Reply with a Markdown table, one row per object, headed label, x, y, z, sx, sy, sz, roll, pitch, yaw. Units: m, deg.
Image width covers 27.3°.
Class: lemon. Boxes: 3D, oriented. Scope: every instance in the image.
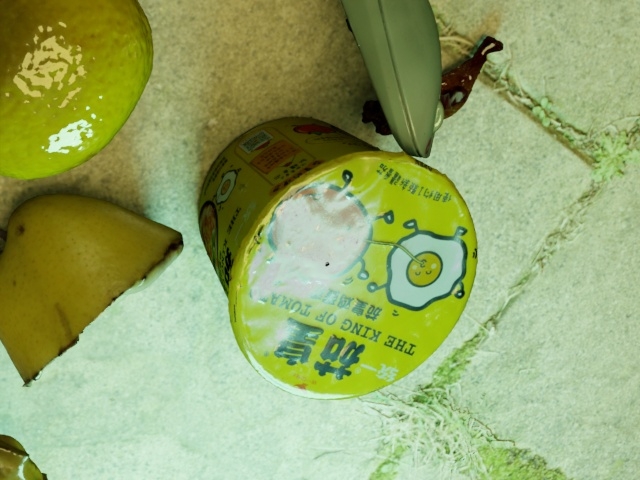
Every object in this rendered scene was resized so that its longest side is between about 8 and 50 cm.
| label | x | y | z | sx | sy | sz | roll | pitch | yaw |
| --- | --- | --- | --- | --- | --- | --- | --- | --- | --- |
| lemon | -0.306 | -0.198 | 1.425 | 0.267 | 0.267 | 0.267 | -10 | 118 | -20 |

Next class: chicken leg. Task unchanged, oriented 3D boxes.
| label | x | y | z | sx | sy | sz | roll | pitch | yaw |
| --- | --- | --- | --- | --- | --- | --- | --- | --- | --- |
| chicken leg | 0.151 | -0.198 | 1.746 | 0.219 | 0.048 | 0.089 | -22 | 124 | -13 |

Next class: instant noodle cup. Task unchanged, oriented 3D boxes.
| label | x | y | z | sx | sy | sz | roll | pitch | yaw |
| --- | --- | --- | --- | --- | --- | --- | --- | --- | --- |
| instant noodle cup | 0.000 | 0.000 | 1.652 | 0.325 | 0.254 | 0.326 | -10 | 117 | -19 |

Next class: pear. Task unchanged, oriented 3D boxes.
| label | x | y | z | sx | sy | sz | roll | pitch | yaw |
| --- | --- | --- | --- | --- | --- | --- | --- | --- | --- |
| pear | -0.308 | 0.030 | 1.586 | 0.267 | 0.267 | 0.178 | -41 | 99 | -1 |

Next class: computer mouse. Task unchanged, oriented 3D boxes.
| label | x | y | z | sx | sy | sz | roll | pitch | yaw |
| --- | --- | --- | --- | --- | --- | --- | --- | --- | --- |
| computer mouse | 0.098 | -0.243 | 1.597 | 0.097 | 0.159 | 0.288 | -22 | 89 | 10 |

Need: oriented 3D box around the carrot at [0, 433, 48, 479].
| label | x | y | z | sx | sy | sz | roll | pitch | yaw |
| --- | --- | --- | --- | --- | --- | --- | --- | --- | --- |
| carrot | -0.480 | 0.317 | 1.602 | 0.241 | 0.241 | 0.341 | 34 | 100 | -33 |
